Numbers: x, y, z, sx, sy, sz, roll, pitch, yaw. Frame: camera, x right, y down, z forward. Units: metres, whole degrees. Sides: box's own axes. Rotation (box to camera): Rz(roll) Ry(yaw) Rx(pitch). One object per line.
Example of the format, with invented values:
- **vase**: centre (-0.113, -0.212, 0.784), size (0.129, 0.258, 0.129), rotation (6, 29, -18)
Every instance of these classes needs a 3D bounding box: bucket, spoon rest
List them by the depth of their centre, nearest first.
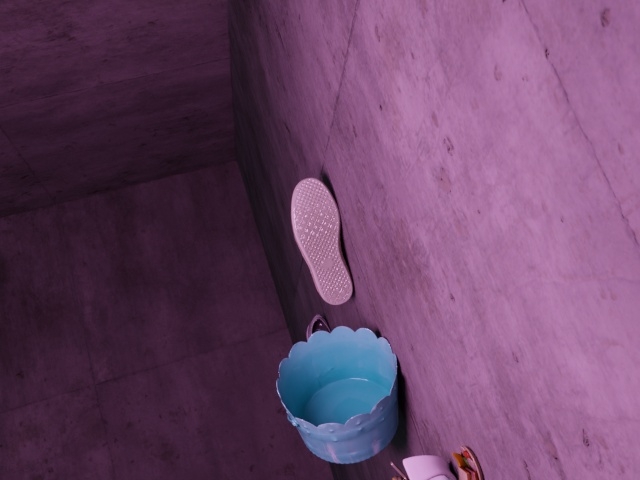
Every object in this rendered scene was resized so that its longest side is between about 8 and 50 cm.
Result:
- **spoon rest**: centre (0.232, 0.498, 1.353), size (0.276, 0.084, 0.137), rotation (66, 180, -46)
- **bucket**: centre (0.049, 0.351, 1.557), size (0.281, 0.281, 0.183), rotation (-118, 11, -50)

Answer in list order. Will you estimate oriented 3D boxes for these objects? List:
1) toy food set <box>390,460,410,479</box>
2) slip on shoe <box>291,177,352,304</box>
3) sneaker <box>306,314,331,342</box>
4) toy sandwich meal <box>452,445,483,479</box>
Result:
- **toy food set**: centre (0.201, 0.582, 1.523), size (0.132, 0.038, 0.192), rotation (49, 180, -14)
- **slip on shoe**: centre (0.000, 0.000, 1.723), size (0.101, 0.123, 0.331), rotation (-123, 15, -70)
- **sneaker**: centre (0.008, 0.372, 2.220), size (0.115, 0.105, 0.281), rotation (90, 162, -55)
- **toy sandwich meal**: centre (0.251, 0.396, 1.180), size (0.085, 0.029, 0.086), rotation (165, 90, -80)
